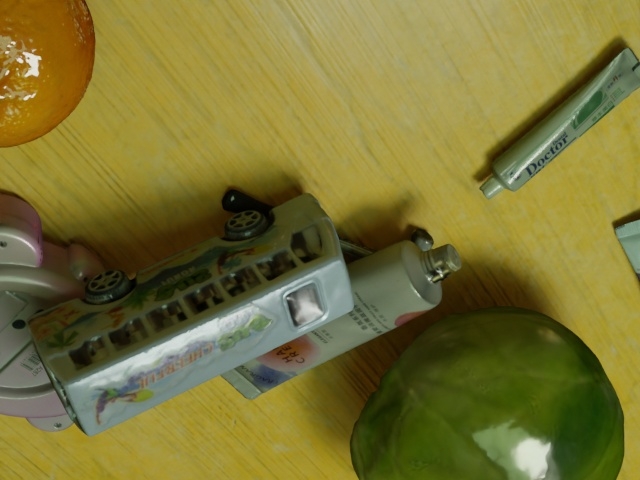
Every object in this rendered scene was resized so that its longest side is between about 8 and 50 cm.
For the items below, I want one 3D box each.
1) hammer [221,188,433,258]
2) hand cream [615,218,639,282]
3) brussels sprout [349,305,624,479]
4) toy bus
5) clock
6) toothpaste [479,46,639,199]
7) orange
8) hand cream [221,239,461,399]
[{"bbox_3d":[0.000,0.000,1.193,0.246,0.029,0.103,19,117,-22],"label":"hammer"},{"bbox_3d":[0.452,0.093,1.346,0.085,0.058,0.331,-16,122,19],"label":"hand cream"},{"bbox_3d":[0.195,0.224,1.260,0.344,0.268,0.344,6,137,6],"label":"brussels sprout"},{"bbox_3d":[-0.120,0.071,1.083,0.329,0.136,0.109,-25,124,-15],"label":"toy bus"},{"bbox_3d":[-0.321,0.092,1.146,0.227,0.090,0.248,-42,124,16],"label":"clock"},{"bbox_3d":[0.261,-0.121,1.164,0.218,0.041,0.064,-41,134,12],"label":"toothpaste"},{"bbox_3d":[-0.290,-0.172,0.929,0.193,0.161,0.193,-8,122,-13],"label":"orange"},{"bbox_3d":[0.010,0.089,1.206,0.340,0.078,0.124,-30,126,26],"label":"hand cream"}]
